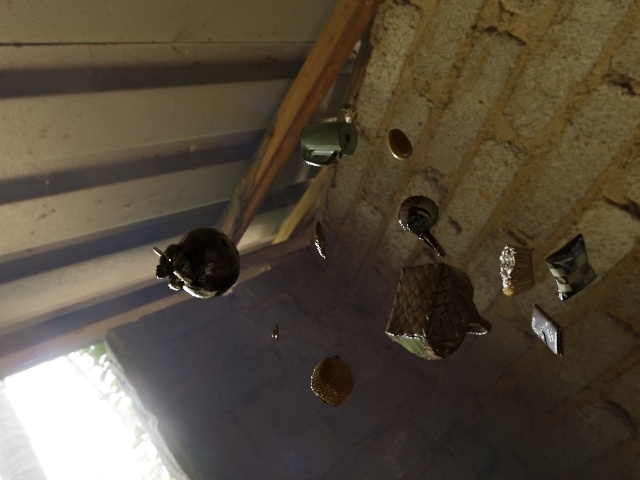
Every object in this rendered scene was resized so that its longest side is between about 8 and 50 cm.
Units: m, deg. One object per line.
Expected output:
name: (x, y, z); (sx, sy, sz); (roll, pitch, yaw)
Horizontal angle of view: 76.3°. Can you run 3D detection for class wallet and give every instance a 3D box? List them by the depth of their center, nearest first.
wallet: (0.873, 0.342, 1.576); (0.232, 0.032, 0.121); (-71, -23, -76)

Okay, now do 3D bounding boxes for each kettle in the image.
kettle: (0.025, -0.473, 1.990); (0.165, 0.256, 0.240); (31, -109, -55)

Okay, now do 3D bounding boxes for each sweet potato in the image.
sweet potato: (0.000, 0.000, 2.132); (0.060, 0.205, 0.068); (-13, 2, 5)

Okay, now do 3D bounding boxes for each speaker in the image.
speaker: (0.464, -0.055, 1.897); (0.329, 0.199, 0.258); (-56, -44, -68)

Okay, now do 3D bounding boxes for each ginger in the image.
ginger: (0.129, -0.587, 1.847); (0.288, 0.089, 0.075); (-83, 13, -65)

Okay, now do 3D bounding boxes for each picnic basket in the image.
picnic basket: (0.434, 0.261, 1.415); (0.337, 0.336, 0.293); (-30, 8, -28)

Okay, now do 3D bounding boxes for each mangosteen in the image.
mangosteen: (-0.499, 0.096, 1.725); (0.330, 0.330, 0.330); (-35, -28, -22)

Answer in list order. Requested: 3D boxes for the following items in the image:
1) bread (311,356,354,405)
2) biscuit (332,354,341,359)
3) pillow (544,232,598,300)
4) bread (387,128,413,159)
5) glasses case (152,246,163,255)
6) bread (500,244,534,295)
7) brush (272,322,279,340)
bread: (0.058, 0.605, 1.773); (0.199, 0.199, 0.104); (-11, -38, -49)
biscuit: (0.075, 0.680, 2.261); (0.089, 0.087, 0.027); (-13, -51, -8)
pillow: (1.026, 0.111, 1.669); (0.186, 0.106, 0.249); (-36, -66, 0)
bread: (0.398, -0.479, 2.056); (0.114, 0.189, 0.077); (-15, -29, -3)
glasses case: (-0.732, 0.059, 1.864); (0.021, 0.032, 0.083); (-48, -68, -12)
bread: (1.007, 0.156, 2.091); (0.274, 0.150, 0.273); (2, -90, -72)
brush: (-0.211, 0.432, 1.910); (0.011, 0.083, 0.205); (-2, -9, 1)
